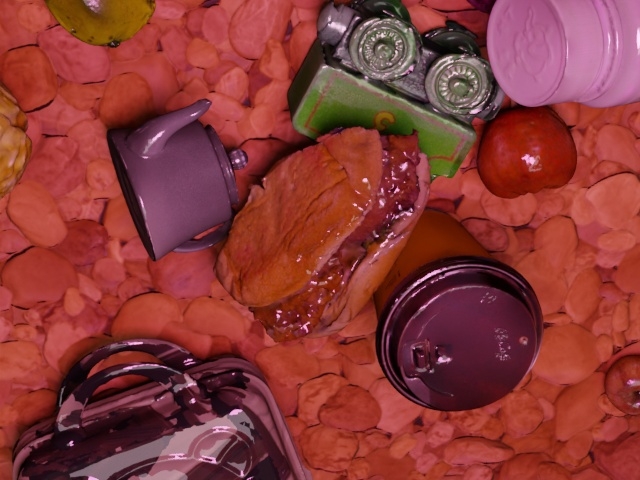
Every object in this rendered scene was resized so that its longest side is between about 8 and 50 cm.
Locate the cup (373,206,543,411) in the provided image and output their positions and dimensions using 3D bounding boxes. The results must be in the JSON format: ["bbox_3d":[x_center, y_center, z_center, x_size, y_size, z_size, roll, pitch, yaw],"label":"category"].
[{"bbox_3d":[0.146,0.071,1.558,0.196,0.279,0.196,-3,113,-7],"label":"cup"}]

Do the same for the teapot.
[{"bbox_3d":[-0.155,-0.070,1.532,0.149,0.162,0.239,-21,141,-12],"label":"teapot"}]

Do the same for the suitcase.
[{"bbox_3d":[-0.203,0.283,1.647,0.352,0.194,0.339,-20,109,-1],"label":"suitcase"}]

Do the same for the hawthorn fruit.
[{"bbox_3d":[0.245,-0.112,1.589,0.125,0.125,0.140,-45,80,11],"label":"hawthorn fruit"}]

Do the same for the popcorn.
[{"bbox_3d":[-0.429,-0.110,1.457,0.212,0.198,0.198,-31,118,34],"label":"popcorn"}]

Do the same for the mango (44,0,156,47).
[{"bbox_3d":[-0.256,-0.299,1.433,0.119,0.100,0.178,-36,110,-32],"label":"mango"}]

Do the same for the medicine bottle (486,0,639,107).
[{"bbox_3d":[0.345,-0.239,1.471,0.293,0.170,0.170,-12,117,-28],"label":"medicine bottle"}]

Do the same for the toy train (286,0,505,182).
[{"bbox_3d":[0.088,-0.176,1.527,0.243,0.132,0.188,22,113,-15],"label":"toy train"}]

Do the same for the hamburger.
[{"bbox_3d":[0.000,0.000,1.506,0.155,0.282,0.245,16,78,-39],"label":"hamburger"}]

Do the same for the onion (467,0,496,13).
[{"bbox_3d":[0.210,-0.319,1.504,0.115,0.104,0.115,17,131,21],"label":"onion"}]

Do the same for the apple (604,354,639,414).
[{"bbox_3d":[0.429,0.195,1.776,0.084,0.071,0.084,0,112,-1],"label":"apple"}]
